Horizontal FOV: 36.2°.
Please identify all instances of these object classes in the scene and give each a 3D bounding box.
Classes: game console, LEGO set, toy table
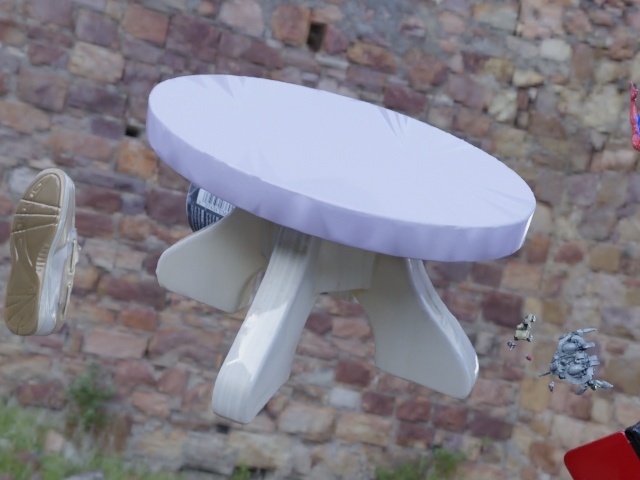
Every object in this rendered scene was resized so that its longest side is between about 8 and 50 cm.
[{"bbox_3d":[0.342,0.245,0.986,0.124,0.144,0.085,-28,-4,-26],"label":"game console"},{"bbox_3d":[0.171,0.082,0.704,0.083,0.054,0.023,12,-19,32],"label":"LEGO set"},{"bbox_3d":[0.000,0.000,0.696,0.274,0.160,0.252,26,32,27],"label":"toy table"}]

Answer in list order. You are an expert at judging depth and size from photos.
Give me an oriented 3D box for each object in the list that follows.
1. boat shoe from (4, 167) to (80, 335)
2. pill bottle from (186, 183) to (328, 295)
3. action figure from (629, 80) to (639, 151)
[{"bbox_3d":[-0.274,0.014,0.987,0.063,0.170,0.059,6,-8,27],"label":"boat shoe"},{"bbox_3d":[-0.028,-0.017,1.136,0.246,0.130,0.130,24,5,32],"label":"pill bottle"},{"bbox_3d":[0.251,-0.104,0.730,0.038,0.115,0.030,3,-21,21],"label":"action figure"}]
